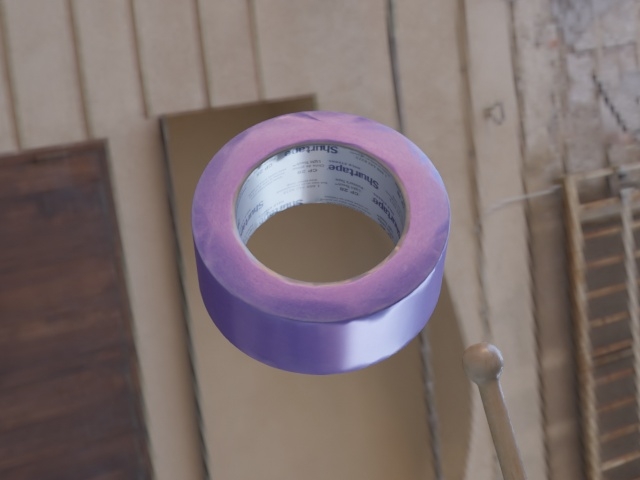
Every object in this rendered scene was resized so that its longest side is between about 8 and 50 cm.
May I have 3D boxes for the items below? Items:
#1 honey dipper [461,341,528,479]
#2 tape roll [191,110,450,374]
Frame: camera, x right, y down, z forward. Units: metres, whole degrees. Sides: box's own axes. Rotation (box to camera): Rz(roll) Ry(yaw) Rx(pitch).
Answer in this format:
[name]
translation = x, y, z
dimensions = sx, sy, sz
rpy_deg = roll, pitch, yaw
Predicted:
[honey dipper]
translation = 0.088, 0.120, 0.570
dimensions = 0.030, 0.030, 0.160
rpy_deg = -28, -107, 56
[tape roll]
translation = 0.000, 0.000, 1.022
dimensions = 0.189, 0.189, 0.080
rpy_deg = 57, -17, 29
